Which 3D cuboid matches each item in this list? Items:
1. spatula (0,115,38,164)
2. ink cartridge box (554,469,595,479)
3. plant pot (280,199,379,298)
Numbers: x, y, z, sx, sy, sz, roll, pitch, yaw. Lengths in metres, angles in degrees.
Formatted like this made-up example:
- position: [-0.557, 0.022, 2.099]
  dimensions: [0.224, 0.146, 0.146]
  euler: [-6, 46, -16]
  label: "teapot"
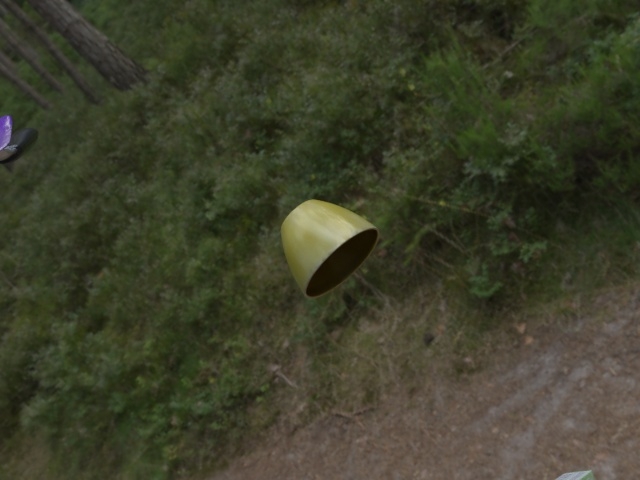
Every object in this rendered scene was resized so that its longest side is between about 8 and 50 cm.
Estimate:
- position: [-0.280, -0.079, 0.588]
  dimensions: [0.084, 0.030, 0.296]
  euler: [-30, 15, -6]
  label: "spatula"
- position: [0.378, 0.476, 0.997]
  dimensions: [0.056, 0.235, 0.171]
  euler: [-23, -15, 37]
  label: "ink cartridge box"
- position: [0.000, 0.000, 0.941]
  dimensions: [0.134, 0.095, 0.134]
  euler: [-37, -21, -17]
  label: "plant pot"
